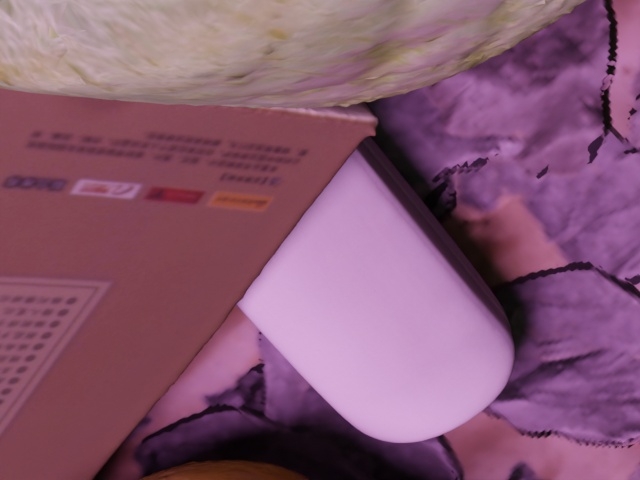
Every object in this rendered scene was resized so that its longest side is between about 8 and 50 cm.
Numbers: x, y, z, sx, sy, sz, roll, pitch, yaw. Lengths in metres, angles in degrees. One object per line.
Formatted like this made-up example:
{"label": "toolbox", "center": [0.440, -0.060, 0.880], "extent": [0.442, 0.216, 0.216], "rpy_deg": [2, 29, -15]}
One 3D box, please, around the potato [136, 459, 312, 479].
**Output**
{"label": "potato", "center": [-0.047, 0.190, 0.712], "extent": [0.242, 0.242, 0.285], "rpy_deg": [-41, 132, 16]}

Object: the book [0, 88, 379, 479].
{"label": "book", "center": [-0.145, 0.049, 0.640], "extent": [0.217, 0.021, 0.310], "rpy_deg": [5, 137, -41]}

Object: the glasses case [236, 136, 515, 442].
{"label": "glasses case", "center": [0.000, 0.000, 0.702], "extent": [0.074, 0.049, 0.193], "rpy_deg": [-34, 116, 13]}

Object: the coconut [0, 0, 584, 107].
{"label": "coconut", "center": [-0.036, -0.171, 0.482], "extent": [0.328, 0.328, 0.281], "rpy_deg": [-15, 89, 2]}
